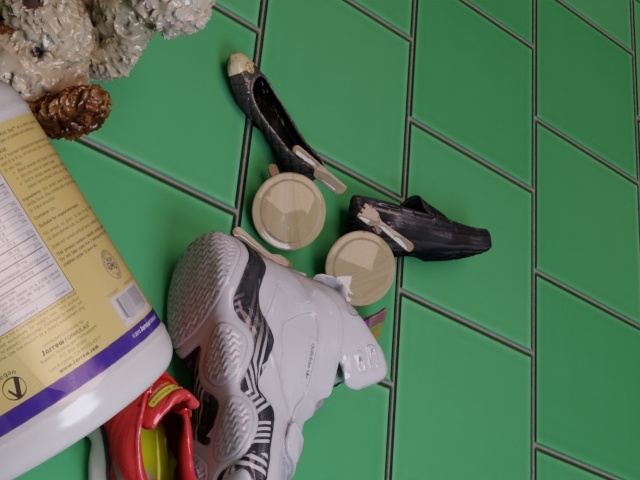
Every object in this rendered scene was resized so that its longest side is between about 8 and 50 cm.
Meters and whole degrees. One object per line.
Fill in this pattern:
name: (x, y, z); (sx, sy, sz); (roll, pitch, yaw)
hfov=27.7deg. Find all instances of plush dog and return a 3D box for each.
plush dog: (-0.260, -0.209, 1.266); (0.262, 0.211, 0.225); (38, 59, 11)

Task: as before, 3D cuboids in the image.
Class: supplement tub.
supplement tub: (-0.299, 0.018, 1.050); (0.241, 0.241, 0.331); (-37, 99, -46)

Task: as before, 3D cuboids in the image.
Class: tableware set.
tableware set: (0.000, 0.000, 1.478); (0.194, 0.039, 0.128); (40, 78, -16)

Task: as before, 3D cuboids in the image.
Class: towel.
towel: (0.045, 0.111, 1.478); (0.009, 0.060, 0.083); (35, 37, 27)

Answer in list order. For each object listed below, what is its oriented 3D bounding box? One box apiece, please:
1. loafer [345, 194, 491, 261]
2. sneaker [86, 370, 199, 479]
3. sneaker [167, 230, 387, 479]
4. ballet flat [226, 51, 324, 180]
loafer: (0.124, -0.017, 1.589); (0.223, 0.076, 0.078); (5, 77, -39)
sneaker: (-0.164, 0.141, 1.212); (0.107, 0.118, 0.279); (-7, 77, -46)
sneaker: (-0.036, 0.176, 1.304); (0.210, 0.137, 0.366); (13, 60, -36)
ballet flat: (-0.050, -0.145, 1.498); (0.173, 0.049, 0.057); (57, 43, -8)
